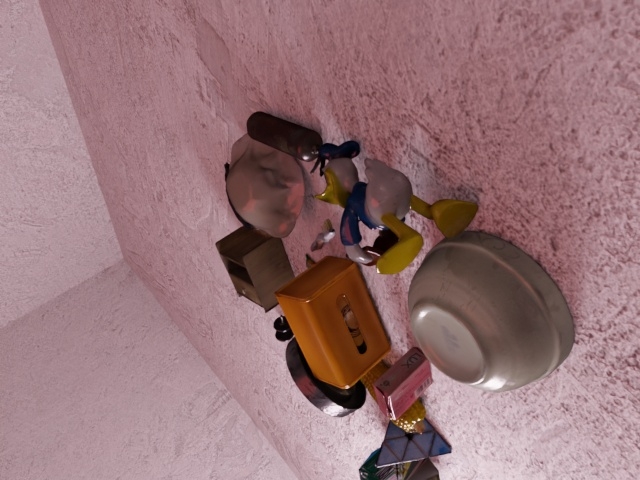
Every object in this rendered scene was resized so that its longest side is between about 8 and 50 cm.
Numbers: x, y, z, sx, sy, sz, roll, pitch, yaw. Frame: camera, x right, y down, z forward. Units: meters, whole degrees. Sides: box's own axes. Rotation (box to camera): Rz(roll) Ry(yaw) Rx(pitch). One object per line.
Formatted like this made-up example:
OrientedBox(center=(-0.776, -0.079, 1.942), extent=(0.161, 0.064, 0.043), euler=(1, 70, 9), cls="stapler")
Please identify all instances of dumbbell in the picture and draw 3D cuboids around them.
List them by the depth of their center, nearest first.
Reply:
OrientedBox(center=(-0.129, 0.310, 1.967), extent=(0.069, 0.069, 0.147), euler=(36, 147, 35), cls="dumbbell")

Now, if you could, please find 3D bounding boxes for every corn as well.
OrientedBox(center=(0.190, 0.413, 1.523), extent=(0.262, 0.097, 0.097), euler=(48, 153, 25), cls="corn")

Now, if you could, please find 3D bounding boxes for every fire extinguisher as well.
OrientedBox(center=(-0.070, -0.221, 1.267), extent=(0.267, 0.072, 0.089), euler=(30, 100, 42), cls="fire extinguisher")

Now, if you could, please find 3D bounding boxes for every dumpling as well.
OrientedBox(center=(-0.154, -0.142, 1.419), extent=(0.293, 0.163, 0.204), euler=(66, 159, 8), cls="dumpling")

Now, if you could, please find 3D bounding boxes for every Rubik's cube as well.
OrientedBox(center=(0.277, 0.526, 1.545), extent=(0.178, 0.211, 0.191), euler=(8, 105, 29), cls="Rubik's cube")

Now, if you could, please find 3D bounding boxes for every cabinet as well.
OrientedBox(center=(-0.198, 0.084, 1.747), extent=(0.174, 0.148, 0.215), euler=(21, 137, 50), cls="cabinet")

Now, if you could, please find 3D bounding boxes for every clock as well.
OrientedBox(center=(0.016, 0.375, 1.609), extent=(0.055, 0.280, 0.281), euler=(-44, 78, 20), cls="clock")

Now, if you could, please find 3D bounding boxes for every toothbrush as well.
OrientedBox(center=(0.000, 0.000, 1.352), extent=(0.375, 0.028, 0.037), euler=(124, 127, -80), cls="toothbrush")

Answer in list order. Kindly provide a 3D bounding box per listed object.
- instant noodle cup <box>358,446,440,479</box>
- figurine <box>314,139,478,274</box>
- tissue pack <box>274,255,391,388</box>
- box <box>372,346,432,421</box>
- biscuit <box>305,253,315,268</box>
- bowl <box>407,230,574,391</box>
OrientedBox(center=(0.235, 0.750, 1.682), extent=(0.240, 0.240, 0.178), euler=(39, 151, 31), cls="instant noodle cup")
OrientedBox(center=(0.108, -0.075, 1.101), extent=(0.338, 0.204, 0.284), euler=(55, 163, 30), cls="figurine")
OrientedBox(center=(0.042, 0.205, 1.438), extent=(0.145, 0.194, 0.275), euler=(5, 125, 52), cls="tissue pack")
OrientedBox(center=(0.202, 0.348, 1.364), extent=(0.060, 0.156, 0.112), euler=(29, 145, 41), cls="box")
OrientedBox(center=(-0.015, 0.080, 1.582), extent=(0.089, 0.016, 0.046), euler=(41, 149, 29), cls="biscuit")
OrientedBox(center=(0.278, 0.146, 1.019), extent=(0.307, 0.163, 0.307), euler=(38, 145, 33), cls="bowl")
